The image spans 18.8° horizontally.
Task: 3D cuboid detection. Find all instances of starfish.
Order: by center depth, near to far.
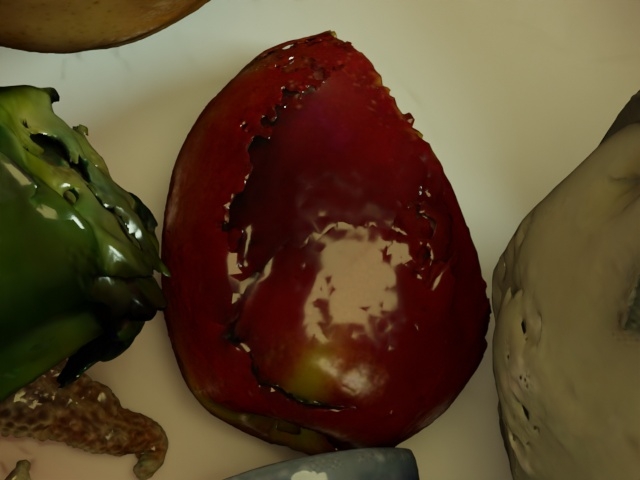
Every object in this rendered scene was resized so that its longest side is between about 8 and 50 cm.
[{"bbox_3d":[-0.150,0.032,0.750,0.210,0.053,0.150,30,91,-7],"label":"starfish"}]

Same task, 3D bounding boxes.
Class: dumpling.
[{"bbox_3d":[0.185,0.043,0.685,0.243,0.318,0.187,-5,53,-7],"label":"dumpling"}]

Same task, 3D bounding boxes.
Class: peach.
[{"bbox_3d":[0.002,-0.001,0.745,0.127,0.092,0.172,0,84,-5],"label":"peach"}]

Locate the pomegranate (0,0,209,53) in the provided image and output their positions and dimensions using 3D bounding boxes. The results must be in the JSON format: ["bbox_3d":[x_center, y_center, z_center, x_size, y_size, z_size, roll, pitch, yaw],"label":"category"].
[{"bbox_3d":[-0.093,-0.168,0.701,0.207,0.207,0.207,1,82,-8],"label":"pomegranate"}]

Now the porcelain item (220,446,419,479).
[{"bbox_3d":[0.019,0.209,0.699,0.141,0.141,0.259,-12,76,-9],"label":"porcelain item"}]

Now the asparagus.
[{"bbox_3d":[-0.237,0.068,0.670,0.382,0.108,0.128,-31,132,5],"label":"asparagus"}]
